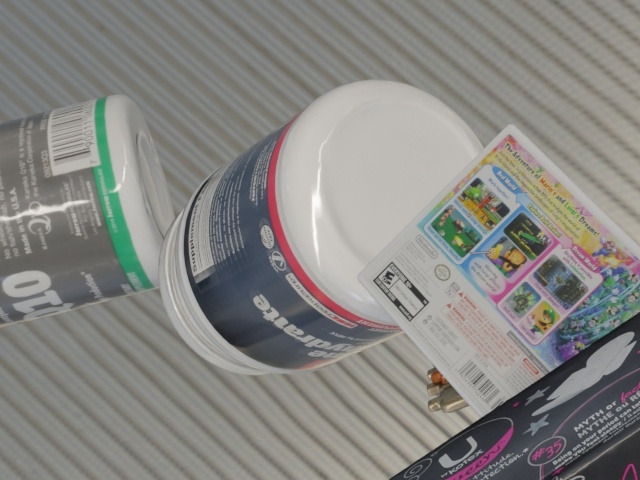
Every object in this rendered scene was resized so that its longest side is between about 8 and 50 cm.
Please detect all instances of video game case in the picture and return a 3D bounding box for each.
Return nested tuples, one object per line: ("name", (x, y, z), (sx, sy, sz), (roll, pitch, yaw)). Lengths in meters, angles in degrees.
("video game case", (0.120, 0.027, 1.040), (0.143, 0.019, 0.157), (-45, 61, 6))

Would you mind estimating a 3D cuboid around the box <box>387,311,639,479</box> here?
("box", (0.181, 0.127, 0.784), (0.247, 0.142, 0.163), (-34, 99, -1))

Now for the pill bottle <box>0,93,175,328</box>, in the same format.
("pill bottle", (-0.341, -0.011, 1.691), (0.361, 0.204, 0.204), (-14, 80, 4))

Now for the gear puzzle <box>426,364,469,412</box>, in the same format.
("gear puzzle", (0.183, 0.114, 1.648), (0.175, 0.339, 0.044), (-21, 95, 6))

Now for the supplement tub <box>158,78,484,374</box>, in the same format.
("supplement tub", (0.000, 0.000, 1.328), (0.191, 0.272, 0.191), (9, 70, -27))
